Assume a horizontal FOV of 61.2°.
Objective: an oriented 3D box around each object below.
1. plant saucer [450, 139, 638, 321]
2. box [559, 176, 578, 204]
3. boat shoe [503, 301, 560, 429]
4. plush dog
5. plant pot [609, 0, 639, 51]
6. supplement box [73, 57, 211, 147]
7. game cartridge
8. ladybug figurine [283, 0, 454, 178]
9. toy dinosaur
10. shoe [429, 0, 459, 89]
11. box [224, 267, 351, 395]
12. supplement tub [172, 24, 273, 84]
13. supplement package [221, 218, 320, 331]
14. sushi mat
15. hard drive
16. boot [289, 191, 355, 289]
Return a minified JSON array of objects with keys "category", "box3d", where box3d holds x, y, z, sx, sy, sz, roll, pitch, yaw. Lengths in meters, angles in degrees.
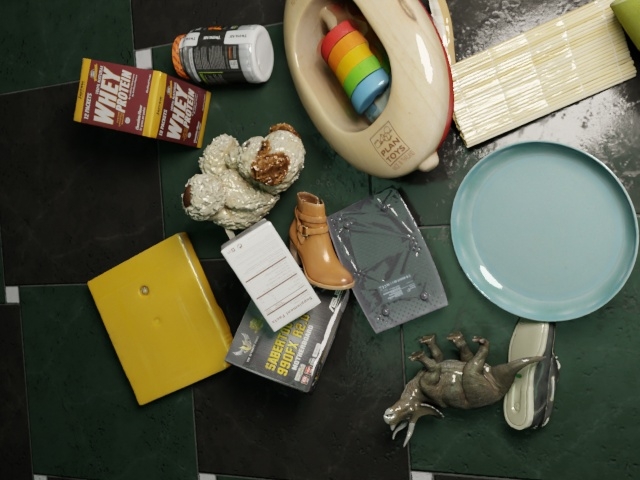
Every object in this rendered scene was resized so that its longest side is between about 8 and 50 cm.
[{"category":"plant saucer","box3d":[0.379,-0.017,0.942,0.318,0.044,0.317,15,113,40]},{"category":"box","box3d":[0.456,-0.096,0.947,0.062,0.083,0.052,-26,83,18]},{"category":"boat shoe","box3d":[0.399,0.230,0.998,0.079,0.084,0.233,10,88,-21]},{"category":"plush dog","box3d":[-0.124,-0.128,1.086,0.225,0.262,0.211,-36,115,26]},{"category":"plant pot","box3d":[0.636,-0.296,0.810,0.275,0.275,0.293,-27,100,17]},{"category":"supplement box","box3d":[-0.372,-0.286,1.151,0.191,0.194,0.129,14,97,17]},{"category":"game cartridge","box3d":[-0.364,0.183,1.251,0.285,0.053,0.323,-26,87,17]},{"category":"ladybug figurine","box3d":[0.097,-0.315,0.984,0.305,0.162,0.449,-40,73,48]},{"category":"toy dinosaur","box3d":[0.265,0.262,1.025,0.314,0.121,0.160,-18,98,16]},{"category":"shoe","box3d":[0.220,-0.361,1.016,0.058,0.076,0.218,-9,92,12]},{"category":"box","box3d":[-0.061,0.171,1.093,0.183,0.056,0.231,18,70,16]},{"category":"supplement tub","box3d":[-0.204,-0.387,1.133,0.191,0.117,0.116,4,94,17]},{"category":"supplement package","box3d":[-0.095,0.062,1.015,0.105,0.105,0.179,-33,100,-7]},{"category":"sushi mat","box3d":[0.382,-0.297,0.963,0.317,0.019,0.151,-23,99,11]},{"category":"hard drive","box3d":[0.132,0.038,1.075,0.172,0.054,0.254,-26,84,17]},{"category":"boot","box3d":[0.000,0.000,1.059,0.197,0.073,0.152,30,123,43]}]
